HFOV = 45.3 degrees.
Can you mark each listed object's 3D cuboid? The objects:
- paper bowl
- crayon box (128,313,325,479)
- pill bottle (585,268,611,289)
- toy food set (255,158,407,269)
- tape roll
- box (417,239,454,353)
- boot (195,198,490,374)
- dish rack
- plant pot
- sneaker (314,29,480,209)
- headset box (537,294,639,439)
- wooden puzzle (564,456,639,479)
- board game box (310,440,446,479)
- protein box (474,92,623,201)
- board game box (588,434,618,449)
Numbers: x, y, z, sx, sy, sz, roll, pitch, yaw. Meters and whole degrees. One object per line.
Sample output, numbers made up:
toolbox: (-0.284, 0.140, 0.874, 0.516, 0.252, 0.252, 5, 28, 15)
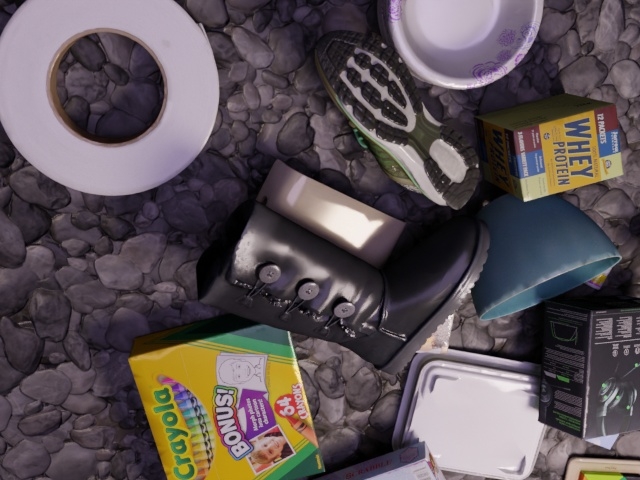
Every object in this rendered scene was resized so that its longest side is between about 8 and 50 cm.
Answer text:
paper bowl: (0.243, -0.422, 1.387, 0.284, 0.148, 0.284, -3, 106, -9)
crayon box: (-0.184, 0.338, 1.562, 0.313, 0.106, 0.362, -15, 108, -5)
pill bottle: (0.598, 0.060, 1.644, 0.043, 0.043, 0.083, 23, 101, -15)
toy food set: (0.000, 0.000, 1.513, 0.306, 0.092, 0.219, 23, 101, -24)
tape roll: (-0.374, -0.274, 1.368, 0.392, 0.072, 0.392, -3, 106, -9)
box: (0.236, 0.118, 1.594, 0.087, 0.058, 0.232, 3, 105, -10)
boot: (0.043, 0.030, 1.407, 0.445, 0.146, 0.367, 27, 104, -21)
dish rack: (0.341, 0.392, 1.667, 0.333, 0.072, 0.285, 11, 105, -4)
plant pot: (0.406, 0.010, 1.502, 0.290, 0.290, 0.195, -21, 73, -3)
sneaker: (0.106, -0.202, 1.406, 0.410, 0.182, 0.158, 45, 63, -26)
headset box: (0.594, 0.267, 1.600, 0.246, 0.131, 0.283, -2, 96, -28)
wooden puzzle: (0.675, 0.626, 1.825, 0.221, 0.044, 0.238, 6, 105, -11)
board game box: (0.149, 0.625, 1.686, 0.318, 0.066, 0.318, -23, 109, 14)
protein box: (0.429, -0.183, 1.461, 0.200, 0.201, 0.136, -15, 108, -5)
board game box: (0.603, 0.369, 1.739, 0.212, 0.039, 0.160, 22, 102, -15)
